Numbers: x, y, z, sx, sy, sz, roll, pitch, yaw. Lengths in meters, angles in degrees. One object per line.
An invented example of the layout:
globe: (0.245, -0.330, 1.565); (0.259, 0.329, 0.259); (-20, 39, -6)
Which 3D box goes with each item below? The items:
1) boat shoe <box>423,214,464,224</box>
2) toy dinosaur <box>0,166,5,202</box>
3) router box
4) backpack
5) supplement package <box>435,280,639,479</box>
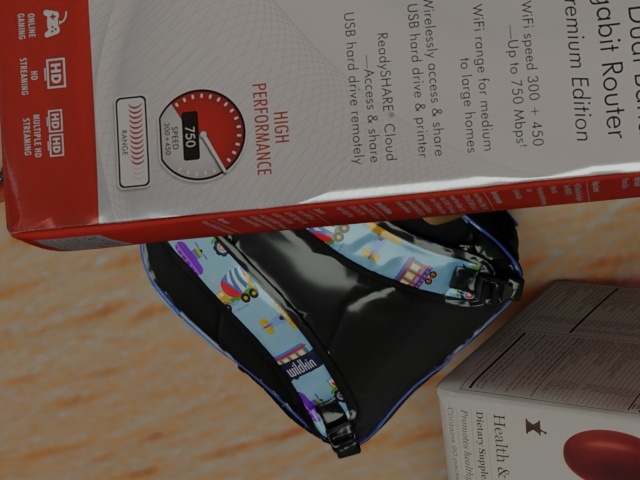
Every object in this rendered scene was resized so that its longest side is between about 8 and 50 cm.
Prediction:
boat shoe: (0.087, -0.076, 0.863); (0.059, 0.170, 0.063); (34, 149, 20)
toy dinosaur: (-0.146, -0.029, 0.941); (0.082, 0.090, 0.047); (-16, 102, 59)
router box: (0.004, -0.176, 0.787); (0.301, 0.082, 0.335); (-6, 83, 9)
backpack: (0.000, 0.000, 0.909); (0.173, 0.117, 0.158); (40, 110, -9)
supplement package: (0.189, 0.142, 0.888); (0.203, 0.149, 0.194); (5, 114, 32)
